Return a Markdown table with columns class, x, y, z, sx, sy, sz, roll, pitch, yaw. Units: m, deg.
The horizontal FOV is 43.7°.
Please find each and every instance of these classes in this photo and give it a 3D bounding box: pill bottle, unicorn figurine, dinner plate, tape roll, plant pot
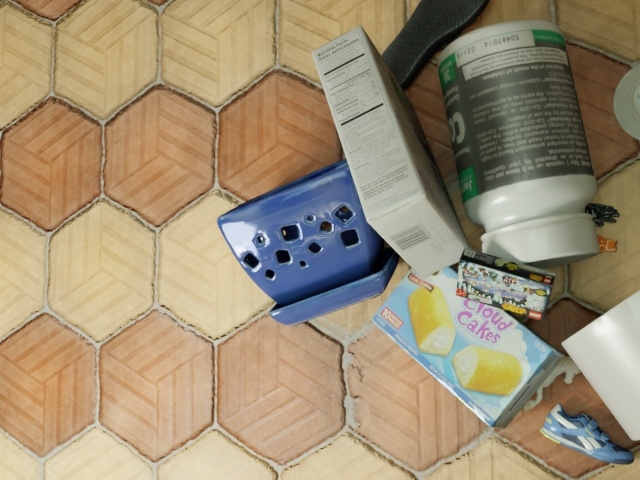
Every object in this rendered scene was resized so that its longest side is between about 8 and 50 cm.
| class | x | y | z | sx | sy | sz | roll | pitch | yaw |
| --- | --- | --- | --- | --- | --- | --- | --- | --- | --- |
| pill bottle | 0.312 | -0.138 | 1.246 | 0.204 | 0.204 | 0.361 | -12 | 80 | 16 |
| unicorn figurine | 0.338 | 0.213 | 1.272 | 0.161 | 0.060 | 0.111 | 30 | 96 | 17 |
| dinner plate | 0.545 | -0.225 | 1.280 | 0.141 | 0.017 | 0.141 | -3 | 82 | 19 |
| tape roll | 0.493 | 0.147 | 1.133 | 0.246 | 0.246 | 0.169 | -37 | 74 | 11 |
| plant pot | 0.000 | 0.000 | 1.311 | 0.235 | 0.236 | 0.212 | -22 | 97 | 15 |

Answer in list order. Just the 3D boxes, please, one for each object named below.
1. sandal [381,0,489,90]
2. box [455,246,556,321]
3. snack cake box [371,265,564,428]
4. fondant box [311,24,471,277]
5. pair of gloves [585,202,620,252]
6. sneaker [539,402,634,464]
| class | x | y | z | sx | sy | sz | roll | pitch | yaw |
| --- | --- | --- | --- | --- | --- | --- | --- | --- | --- |
| sandal | 0.194 | -0.366 | 1.397 | 0.254 | 0.054 | 0.097 | -43 | 66 | 19 |
| box | 0.271 | 0.066 | 1.179 | 0.136 | 0.094 | 0.027 | 16 | 55 | 18 |
| snack cake box | 0.230 | 0.153 | 1.270 | 0.264 | 0.089 | 0.152 | 41 | 98 | 32 |
| fondant box | 0.112 | -0.135 | 1.247 | 0.096 | 0.238 | 0.331 | -24 | 59 | 16 |
| pair of gloves | 0.443 | -0.019 | 1.292 | 0.074 | 0.010 | 0.083 | 5 | 83 | 20 |
| sneaker | 0.419 | 0.303 | 1.240 | 0.144 | 0.053 | 0.059 | 21 | 88 | 18 |
